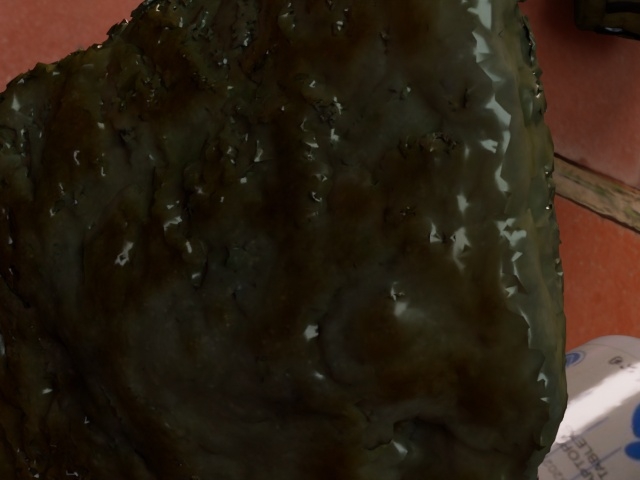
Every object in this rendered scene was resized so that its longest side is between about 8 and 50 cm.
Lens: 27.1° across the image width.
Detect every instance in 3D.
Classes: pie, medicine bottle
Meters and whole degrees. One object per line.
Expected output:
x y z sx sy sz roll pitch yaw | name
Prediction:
-0.033 0.023 0.782 0.180 0.418 0.395 -14 85 -57 | pie
0.154 0.199 0.983 0.293 0.170 0.170 -26 91 -30 | medicine bottle

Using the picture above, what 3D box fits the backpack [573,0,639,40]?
0.303 -0.295 1.162 0.140 0.207 0.253 19 78 8 | backpack
